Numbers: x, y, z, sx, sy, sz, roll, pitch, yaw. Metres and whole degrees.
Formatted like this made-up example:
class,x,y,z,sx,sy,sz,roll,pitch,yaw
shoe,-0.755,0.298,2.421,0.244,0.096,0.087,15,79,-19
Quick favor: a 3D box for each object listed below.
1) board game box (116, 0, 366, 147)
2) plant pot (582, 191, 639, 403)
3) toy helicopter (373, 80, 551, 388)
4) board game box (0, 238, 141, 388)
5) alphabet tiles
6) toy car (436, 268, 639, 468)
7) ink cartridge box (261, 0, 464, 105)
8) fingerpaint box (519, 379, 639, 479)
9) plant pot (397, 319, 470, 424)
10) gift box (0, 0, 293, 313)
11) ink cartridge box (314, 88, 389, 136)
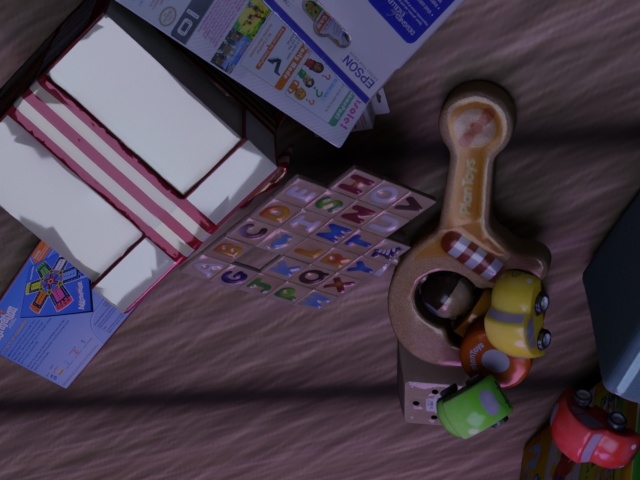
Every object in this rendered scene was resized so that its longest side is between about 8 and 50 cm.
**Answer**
class,x,y,z,sx,sy,sz,roll,pitch,yaw
board game box,-0.049,-0.262,1.188,0.303,0.097,0.224,33,94,-23
plant pot,0.447,0.030,1.341,0.247,0.248,0.252,18,118,-5
toy helicopter,0.146,-0.014,1.448,0.234,0.140,0.355,11,120,13
board game box,-0.332,0.089,1.638,0.145,0.027,0.281,29,137,-15
alphabet tiles,0.000,0.000,1.357,0.198,0.009,0.237,19,138,-38
toy car,0.200,0.169,1.384,0.225,0.053,0.239,-34,87,45
ink cartridge box,0.092,-0.296,1.135,0.333,0.065,0.165,-46,114,0
fingerpaint box,0.339,0.400,1.463,0.163,0.445,0.371,18,149,-5
plant pot,0.145,0.170,1.595,0.109,0.096,0.109,4,130,8
gift box,-0.180,-0.116,1.327,0.255,0.276,0.258,-40,110,20
ink cartridge box,0.029,-0.145,1.399,0.083,0.028,0.048,-8,128,16
